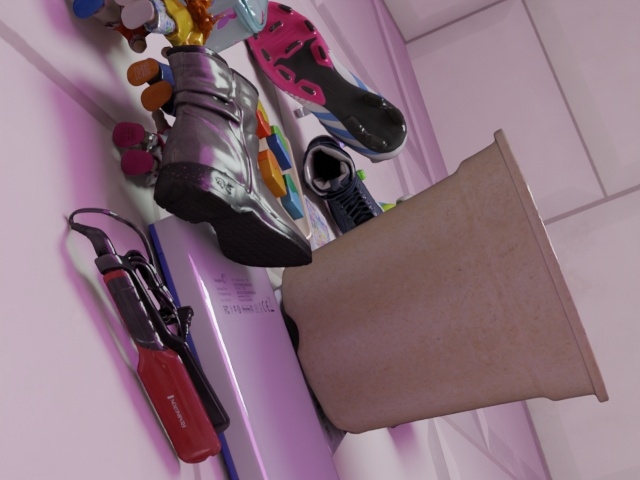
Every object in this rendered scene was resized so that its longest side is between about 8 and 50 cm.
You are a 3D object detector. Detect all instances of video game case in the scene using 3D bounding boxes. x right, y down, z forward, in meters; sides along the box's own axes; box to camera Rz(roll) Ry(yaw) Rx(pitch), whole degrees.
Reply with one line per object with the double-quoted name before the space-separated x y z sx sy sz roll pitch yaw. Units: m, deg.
"video game case" -0.014 0.150 1.220 0.201 0.023 0.183 67 14 -1
"video game case" 0.000 0.000 1.521 0.087 0.011 0.122 47 25 -56

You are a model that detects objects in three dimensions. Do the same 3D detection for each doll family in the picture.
"doll family" -0.144 -0.171 1.007 0.263 0.118 0.163 72 17 6

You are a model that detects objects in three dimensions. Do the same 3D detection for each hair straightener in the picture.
"hair straightener" -0.142 0.071 0.833 0.230 0.047 0.089 61 15 -12

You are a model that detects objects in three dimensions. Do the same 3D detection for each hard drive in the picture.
"hard drive" -0.067 0.135 1.001 0.210 0.040 0.319 13 56 -74

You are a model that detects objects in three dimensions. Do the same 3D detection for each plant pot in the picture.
"plant pot" 0.133 0.080 1.175 0.334 0.305 0.334 -22 90 -79

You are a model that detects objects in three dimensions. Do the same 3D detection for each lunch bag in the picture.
"lunch bag" -0.167 -0.398 1.288 0.224 0.107 0.279 -85 150 -61

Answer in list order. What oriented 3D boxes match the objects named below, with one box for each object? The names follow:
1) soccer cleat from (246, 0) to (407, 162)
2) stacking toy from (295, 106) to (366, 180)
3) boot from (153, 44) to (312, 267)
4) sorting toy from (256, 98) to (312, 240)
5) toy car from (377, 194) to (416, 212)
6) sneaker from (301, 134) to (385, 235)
"soccer cleat" -0.001 -0.244 1.611 0.331 0.116 0.143 44 -13 2
"stacking toy" 0.023 -0.173 1.802 0.221 0.052 0.167 -50 119 -77
"boot" -0.071 -0.077 0.964 0.246 0.083 0.161 42 46 -56
"sorting toy" -0.071 -0.116 1.372 0.208 0.038 0.193 44 28 -59
"toy car" 0.126 0.004 1.771 0.136 0.159 0.182 29 -23 52
"sneaker" 0.044 -0.064 1.594 0.226 0.086 0.163 57 4 -6
